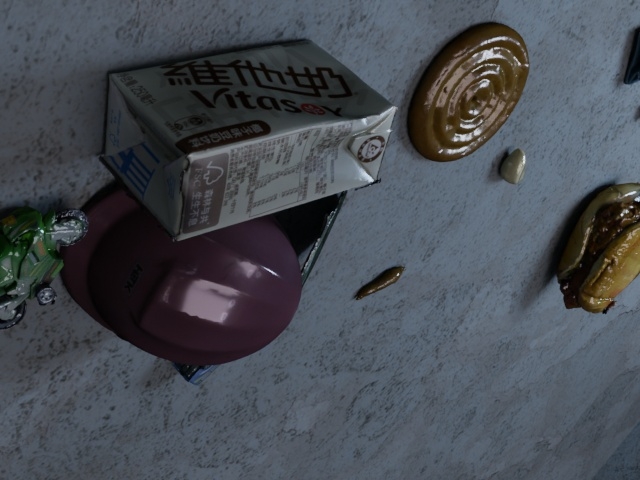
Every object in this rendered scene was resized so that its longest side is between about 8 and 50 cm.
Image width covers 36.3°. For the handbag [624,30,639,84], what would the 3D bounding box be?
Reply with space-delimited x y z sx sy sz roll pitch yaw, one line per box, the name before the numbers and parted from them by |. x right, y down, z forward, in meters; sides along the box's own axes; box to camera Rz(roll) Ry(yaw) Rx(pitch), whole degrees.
handbag | 0.702 -0.394 1.928 0.221 0.057 0.144 -30 138 -23

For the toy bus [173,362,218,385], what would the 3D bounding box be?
toy bus | -0.165 0.165 1.569 0.153 0.051 0.061 -43 158 -6

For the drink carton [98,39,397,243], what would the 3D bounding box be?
drink carton | -0.090 -0.138 1.222 0.324 0.194 0.132 -18 138 -36

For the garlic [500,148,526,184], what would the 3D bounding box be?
garlic | 0.365 -0.134 1.842 0.053 0.041 0.083 -54 155 -12

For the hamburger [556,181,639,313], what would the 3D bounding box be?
hamburger | 0.638 0.010 2.170 0.282 0.155 0.245 -38 141 -7

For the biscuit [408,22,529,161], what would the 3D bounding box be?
biscuit | 0.253 -0.238 1.622 0.262 0.037 0.262 -28 140 -26

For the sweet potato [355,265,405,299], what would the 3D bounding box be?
sweet potato | 0.113 0.078 1.796 0.115 0.026 0.026 -30 142 -20

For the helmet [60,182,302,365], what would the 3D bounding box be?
helmet | -0.165 0.058 1.338 0.338 0.197 0.271 12 118 -52

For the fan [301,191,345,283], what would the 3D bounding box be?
fan | 0.009 -0.015 1.486 0.223 0.012 0.294 -61 176 -42

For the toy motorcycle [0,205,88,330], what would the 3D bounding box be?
toy motorcycle | -0.370 0.027 1.200 0.190 0.074 0.106 -51 136 7
